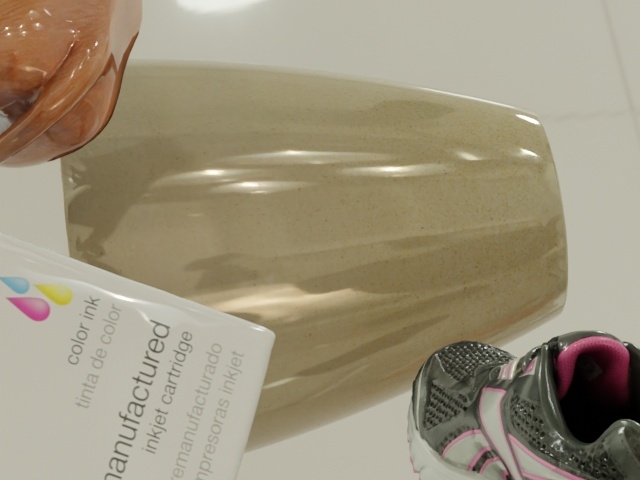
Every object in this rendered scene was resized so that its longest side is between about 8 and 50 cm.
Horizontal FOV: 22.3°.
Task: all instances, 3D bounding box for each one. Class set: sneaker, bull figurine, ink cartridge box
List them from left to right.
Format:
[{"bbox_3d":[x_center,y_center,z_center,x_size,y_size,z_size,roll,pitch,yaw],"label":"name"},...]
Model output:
[{"bbox_3d":[-0.138,0.070,0.456,0.212,0.154,0.093,21,-27,-9],"label":"ink cartridge box"},{"bbox_3d":[-0.131,-0.132,0.699,0.188,0.310,0.101,-22,-56,24],"label":"bull figurine"},{"bbox_3d":[0.083,0.061,0.535,0.072,0.077,0.178,-4,17,-20],"label":"sneaker"}]

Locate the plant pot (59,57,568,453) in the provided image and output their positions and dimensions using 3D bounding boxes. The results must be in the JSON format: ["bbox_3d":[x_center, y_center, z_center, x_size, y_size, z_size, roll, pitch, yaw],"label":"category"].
[{"bbox_3d":[0.000,0.000,0.970,0.274,0.257,0.256,-8,-14,-2],"label":"plant pot"}]
